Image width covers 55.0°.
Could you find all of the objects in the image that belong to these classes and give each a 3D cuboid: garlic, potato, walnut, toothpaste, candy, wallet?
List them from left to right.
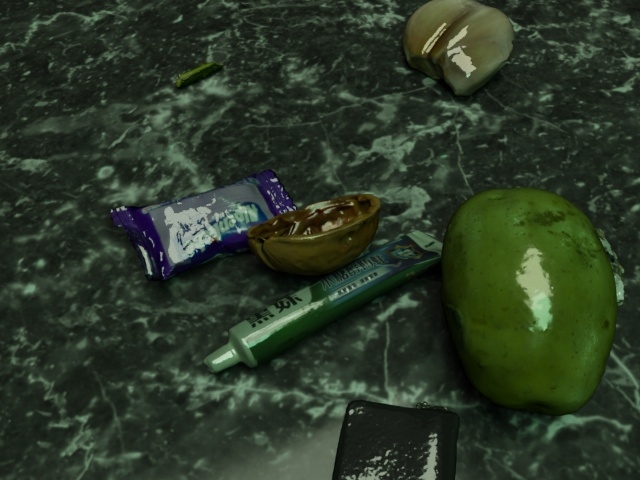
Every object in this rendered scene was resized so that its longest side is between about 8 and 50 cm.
[{"bbox_3d":[-0.168,-0.029,0.944,0.275,0.070,0.145,-17,62,-24],"label":"candy"},{"bbox_3d":[0.002,0.001,0.889,0.211,0.087,0.167,-21,17,-28],"label":"walnut"},{"bbox_3d":[0.016,0.081,0.867,0.392,0.061,0.099,-28,32,-19],"label":"toothpaste"},{"bbox_3d":[0.083,0.303,0.718,0.149,0.044,0.250,6,55,9],"label":"wallet"},{"bbox_3d":[0.275,-0.403,1.196,0.228,0.110,0.217,-39,59,-24],"label":"garlic"},{"bbox_3d":[0.262,0.066,0.790,0.216,0.215,0.304,5,54,4],"label":"potato"}]

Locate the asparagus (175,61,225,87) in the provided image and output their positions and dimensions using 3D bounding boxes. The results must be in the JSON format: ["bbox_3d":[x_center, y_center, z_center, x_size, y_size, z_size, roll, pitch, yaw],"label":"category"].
[{"bbox_3d":[-0.234,-0.326,1.192,0.108,0.021,0.025,-30,58,-20],"label":"asparagus"}]

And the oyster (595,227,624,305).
[{"bbox_3d":[0.380,0.019,0.914,0.177,0.064,0.125,32,64,23],"label":"oyster"}]
